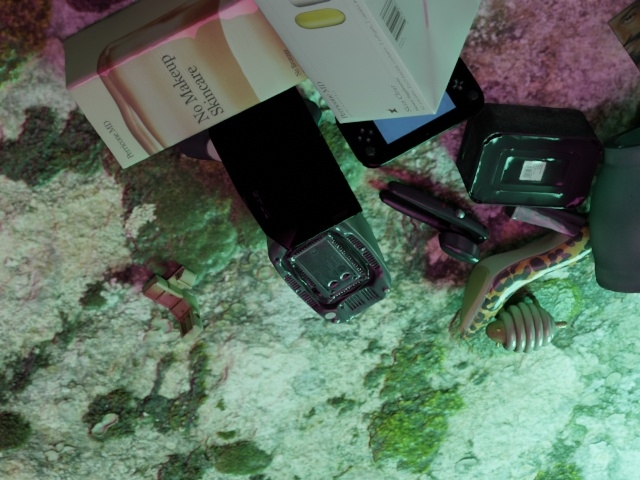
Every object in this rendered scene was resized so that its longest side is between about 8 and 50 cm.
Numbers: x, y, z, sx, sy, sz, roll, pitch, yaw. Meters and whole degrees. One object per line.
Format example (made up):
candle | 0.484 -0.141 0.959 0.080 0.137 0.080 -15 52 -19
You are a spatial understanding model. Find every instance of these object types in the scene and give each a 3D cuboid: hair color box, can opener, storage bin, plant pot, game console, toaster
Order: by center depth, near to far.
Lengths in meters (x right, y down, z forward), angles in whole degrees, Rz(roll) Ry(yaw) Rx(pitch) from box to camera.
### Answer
hair color box | 0.459 -0.262 1.705 0.093 0.167 0.053 -37 125 17
game console | 0.044 -0.153 1.714 0.361 0.044 0.213 -29 89 -12
plant pot | 0.511 -0.070 1.817 0.293 0.293 0.196 -17 101 3
toaster | 0.000 0.000 1.832 0.129 0.146 0.227 -34 126 14
storage bin | 0.298 -0.120 1.837 0.180 0.084 0.122 2 127 -13
can opener | 0.172 -0.037 1.894 0.186 0.073 0.059 32 124 -20

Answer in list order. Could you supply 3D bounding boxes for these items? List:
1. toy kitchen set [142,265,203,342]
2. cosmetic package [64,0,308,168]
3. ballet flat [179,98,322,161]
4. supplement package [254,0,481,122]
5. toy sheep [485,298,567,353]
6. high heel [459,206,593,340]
toy kitchen set | -0.209 0.090 1.906 0.068 0.075 0.083 -43 127 19
cosmetic package | -0.162 -0.237 1.632 0.296 0.129 0.153 -26 128 10
ballet flat | -0.095 -0.144 1.753 0.203 0.074 0.074 -14 128 1
supplement package | 0.053 -0.305 1.540 0.145 0.204 0.262 -2 141 37
toy sheep | 0.328 0.137 2.036 0.132 0.091 0.091 -10 128 -4
high heel | 0.333 0.066 1.974 0.186 0.093 0.261 17 113 -15
